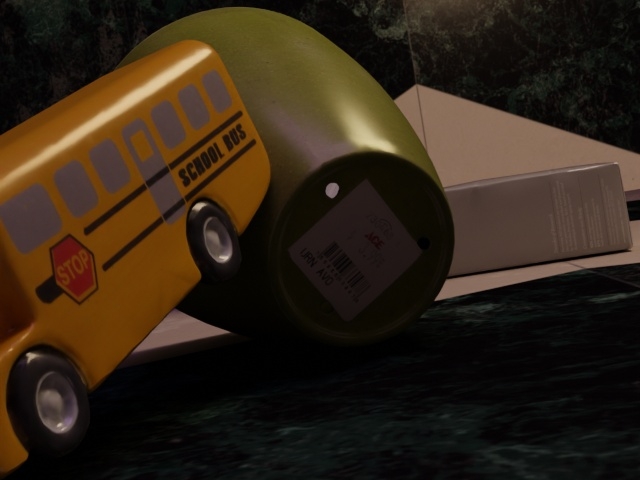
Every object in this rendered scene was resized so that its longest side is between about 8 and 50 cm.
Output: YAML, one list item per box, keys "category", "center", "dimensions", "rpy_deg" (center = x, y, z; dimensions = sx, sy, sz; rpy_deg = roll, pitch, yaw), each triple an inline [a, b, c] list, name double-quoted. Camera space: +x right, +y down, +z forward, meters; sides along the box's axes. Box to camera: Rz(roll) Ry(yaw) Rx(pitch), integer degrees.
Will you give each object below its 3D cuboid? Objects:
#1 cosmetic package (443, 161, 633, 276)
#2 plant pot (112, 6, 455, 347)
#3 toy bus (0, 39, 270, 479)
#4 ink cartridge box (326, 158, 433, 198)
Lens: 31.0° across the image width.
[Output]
- category: "cosmetic package"
  center: [0.214, -0.023, 1.288]
  dimensions: [0.237, 0.107, 0.127]
  rpy_deg: [-12, 3, 7]
- category: "plant pot"
  center: [-0.022, -0.028, 0.893]
  dimensions: [0.274, 0.275, 0.293]
  rpy_deg: [-10, 19, -19]
- category: "toy bus"
  center: [-0.141, 0.004, 0.625]
  dimensions: [0.108, 0.130, 0.333]
  rpy_deg: [-17, 17, 28]
- category: "ink cartridge box"
  center: [0.000, 0.000, 1.236]
  dimensions: [0.232, 0.066, 0.189]
  rpy_deg: [-31, 24, 39]
